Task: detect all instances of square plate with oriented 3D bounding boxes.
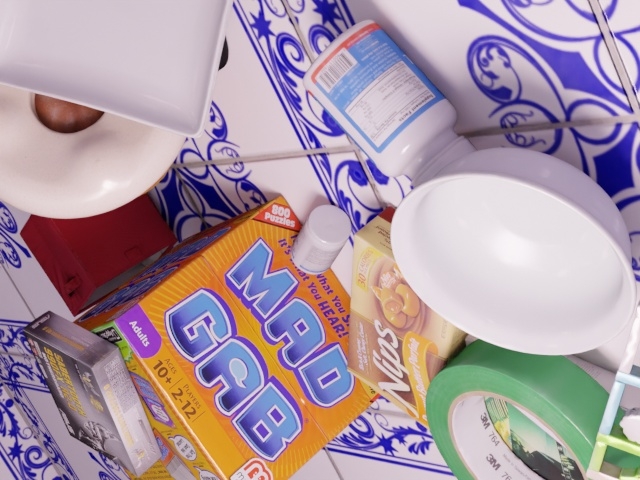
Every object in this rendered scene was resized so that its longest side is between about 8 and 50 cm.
[{"bbox_3d":[-0.270,-0.343,1.687,0.347,0.049,0.344,16,99,13],"label":"square plate"}]

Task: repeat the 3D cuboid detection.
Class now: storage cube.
[{"bbox_3d":[-0.410,-0.006,2.325,0.193,0.215,0.183,56,150,4],"label":"storage cube"}]

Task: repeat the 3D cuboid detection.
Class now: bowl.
[{"bbox_3d":[0.243,-0.010,1.500,0.297,0.134,0.298,19,143,15],"label":"bowl"}]

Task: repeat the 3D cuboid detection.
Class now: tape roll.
[{"bbox_3d":[0.290,0.279,1.722,0.321,0.077,0.321,33,144,28],"label":"tape roll"}]

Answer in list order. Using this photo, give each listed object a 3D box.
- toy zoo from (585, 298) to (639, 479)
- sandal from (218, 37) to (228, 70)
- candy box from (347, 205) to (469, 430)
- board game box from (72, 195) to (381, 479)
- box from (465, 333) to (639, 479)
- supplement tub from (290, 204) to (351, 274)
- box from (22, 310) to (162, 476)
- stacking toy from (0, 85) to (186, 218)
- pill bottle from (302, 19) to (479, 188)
[{"bbox_3d":[0.436,0.186,1.472,0.192,0.030,0.293,19,118,17],"label":"toy zoo"},{"bbox_3d":[-0.257,-0.417,1.792,0.167,0.107,0.446,11,131,48],"label":"sandal"},{"bbox_3d":[0.136,0.121,1.855,0.183,0.087,0.316,34,146,27],"label":"candy box"},{"bbox_3d":[-0.170,0.198,2.076,0.356,0.356,0.356,57,148,-8],"label":"board game box"},{"bbox_3d":[0.350,0.260,1.750,0.322,0.058,0.232,24,139,39],"label":"box"},{"bbox_3d":[0.000,0.000,1.925,0.071,0.071,0.107,46,149,8],"label":"supplement tub"},{"bbox_3d":[-0.349,0.235,1.946,0.183,0.056,0.231,21,138,41],"label":"box"},{"bbox_3d":[-0.335,-0.162,1.973,0.350,0.350,0.480,45,174,11],"label":"stacking toy"},{"bbox_3d":[0.092,-0.158,1.589,0.221,0.124,0.124,48,149,5],"label":"pill bottle"}]
